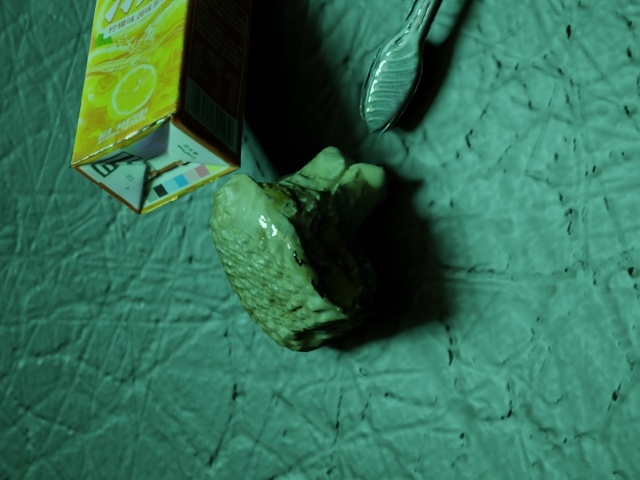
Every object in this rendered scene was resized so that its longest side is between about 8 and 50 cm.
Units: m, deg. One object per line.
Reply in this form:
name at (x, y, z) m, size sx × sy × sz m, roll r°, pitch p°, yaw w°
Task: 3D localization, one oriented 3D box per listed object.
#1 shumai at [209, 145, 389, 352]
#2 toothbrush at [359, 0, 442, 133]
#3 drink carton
shumai at (-0.002, -0.003, 1.269) m, size 0.116 × 0.145 × 0.145 m, roll -37°, pitch 62°, yaw -23°
toothbrush at (0.117, -0.259, 1.251) m, size 0.035 × 0.042 × 0.413 m, roll 24°, pitch 102°, yaw -6°
drink carton at (-0.104, -0.134, 1.306) m, size 0.096 × 0.071 × 0.223 m, roll -23°, pitch 45°, yaw 30°
